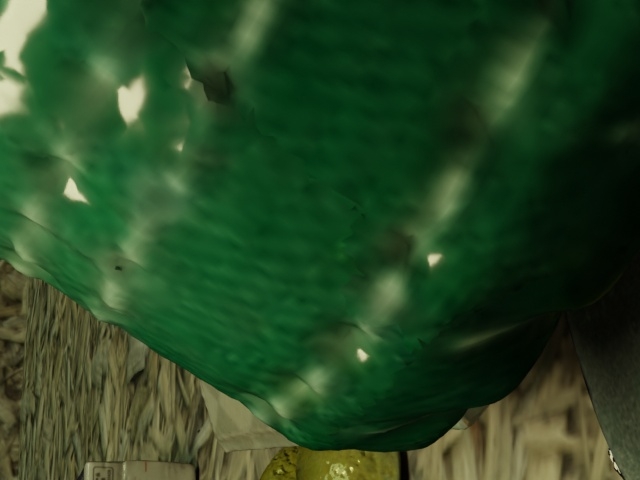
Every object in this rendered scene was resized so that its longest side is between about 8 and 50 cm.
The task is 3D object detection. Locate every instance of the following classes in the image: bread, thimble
[{"bbox_3d":[0.002,0.173,0.922,0.149,0.065,0.188,125,148,-49],"label":"bread"},{"bbox_3d":[0.024,-0.094,0.426,0.288,0.167,0.254,-59,5,3],"label":"thimble"}]

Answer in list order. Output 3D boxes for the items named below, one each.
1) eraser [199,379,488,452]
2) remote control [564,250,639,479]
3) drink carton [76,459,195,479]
[{"bbox_3d":[-0.001,0.000,0.841,0.397,0.082,0.213,156,97,-71],"label":"eraser"},{"bbox_3d":[0.145,-0.031,0.283,0.377,0.044,0.107,130,132,-64],"label":"remote control"},{"bbox_3d":[-0.181,0.292,1.412,0.222,0.101,0.134,126,143,-61],"label":"drink carton"}]
